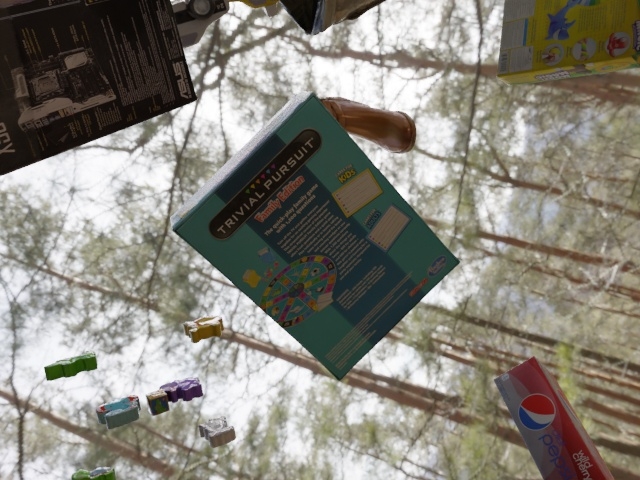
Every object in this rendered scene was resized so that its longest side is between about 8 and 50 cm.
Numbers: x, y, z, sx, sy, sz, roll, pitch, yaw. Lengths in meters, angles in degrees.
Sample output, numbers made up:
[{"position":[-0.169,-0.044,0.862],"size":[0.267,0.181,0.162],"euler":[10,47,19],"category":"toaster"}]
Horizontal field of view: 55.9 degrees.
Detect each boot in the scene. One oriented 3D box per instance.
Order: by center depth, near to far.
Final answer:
[{"position":[0.052,-0.194,1.007],"size":[0.152,0.197,0.072],"euler":[-2,-68,-35],"category":"boot"}]

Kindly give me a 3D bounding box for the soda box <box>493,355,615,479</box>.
[{"position":[0.373,0.316,0.939],"size":[0.092,0.083,0.263],"euler":[41,-160,-38],"category":"soda box"}]

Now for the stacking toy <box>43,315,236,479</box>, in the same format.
[{"position":[-0.216,0.201,0.761],"size":[0.221,0.052,0.166],"euler":[-12,-76,-29],"category":"stacking toy"}]

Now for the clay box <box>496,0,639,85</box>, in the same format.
[{"position":[0.372,-0.303,0.865],"size":[0.053,0.222,0.127],"euler":[11,-95,-49],"category":"clay box"}]

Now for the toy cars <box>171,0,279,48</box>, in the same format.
[{"position":[-0.153,-0.366,0.947],"size":[0.394,0.177,0.087],"euler":[-44,-51,-37],"category":"toy cars"}]

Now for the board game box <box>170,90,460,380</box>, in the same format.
[{"position":[0.000,0.000,0.861],"size":[0.254,0.336,0.079],"euler":[-44,22,-1],"category":"board game box"}]

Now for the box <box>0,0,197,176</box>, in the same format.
[{"position":[-0.265,-0.241,0.557],"size":[0.242,0.077,0.307],"euler":[-34,-54,-37],"category":"box"}]

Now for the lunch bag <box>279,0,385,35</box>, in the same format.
[{"position":[0.037,-0.358,0.535],"size":[0.235,0.169,0.287],"euler":[-37,-62,-20],"category":"lunch bag"}]
